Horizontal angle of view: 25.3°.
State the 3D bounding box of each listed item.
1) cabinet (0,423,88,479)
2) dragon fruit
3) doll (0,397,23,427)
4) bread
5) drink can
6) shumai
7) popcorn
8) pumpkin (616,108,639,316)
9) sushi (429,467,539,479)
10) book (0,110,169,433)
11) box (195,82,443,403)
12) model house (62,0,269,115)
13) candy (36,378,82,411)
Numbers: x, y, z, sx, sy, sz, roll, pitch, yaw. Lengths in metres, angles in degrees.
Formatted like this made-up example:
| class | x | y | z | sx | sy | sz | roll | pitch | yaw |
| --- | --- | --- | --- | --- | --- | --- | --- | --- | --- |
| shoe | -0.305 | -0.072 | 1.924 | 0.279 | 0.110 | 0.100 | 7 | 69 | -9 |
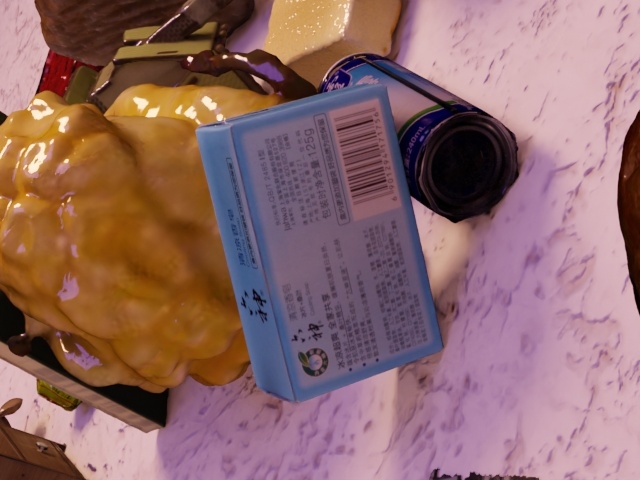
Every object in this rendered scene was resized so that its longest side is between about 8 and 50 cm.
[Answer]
| class | x | y | z | sx | sy | sz | roll | pitch | yaw |
| --- | --- | --- | --- | --- | --- | --- | --- | --- | --- |
| cabinet | -0.404 | 0.299 | 1.720 | 0.175 | 0.215 | 0.148 | 22 | 89 | 64 |
| dragon fruit | -0.383 | -0.214 | 2.176 | 0.282 | 0.100 | 0.343 | -46 | 31 | 39 |
| doll | -0.531 | 0.319 | 1.947 | 0.235 | 0.174 | 0.330 | -36 | -2 | -43 |
| bread | 0.014 | -0.231 | 1.503 | 0.188 | 0.068 | 0.125 | -16 | 57 | 56 |
| drink can | 0.079 | -0.097 | 1.258 | 0.097 | 0.097 | 0.235 | -64 | 28 | 9 |
| shumai | -0.228 | -0.383 | 1.818 | 0.314 | 0.267 | 0.262 | -28 | 47 | 31 |
| popcorn | -0.152 | -0.033 | 1.392 | 0.382 | 0.349 | 0.349 | -48 | 32 | 16 |
| pumpkin | 0.228 | 0.002 | 0.866 | 0.169 | 0.148 | 0.312 | -48 | 29 | 27 |
| sushi | 0.090 | 0.260 | 1.047 | 0.139 | 0.031 | 0.201 | -17 | 56 | 57 |
| book | -0.287 | 0.026 | 1.544 | 0.043 | 0.371 | 0.260 | -19 | 52 | 32 |
| box | 0.000 | 0.000 | 1.167 | 0.083 | 0.142 | 0.232 | 8 | 113 | 63 |
| model house | -0.119 | -0.173 | 1.618 | 0.278 | 0.218 | 0.205 | -37 | 21 | 14 |
| candy | -0.269 | 0.109 | 1.774 | 0.262 | 0.073 | 0.077 | -50 | 4 | 26 |
